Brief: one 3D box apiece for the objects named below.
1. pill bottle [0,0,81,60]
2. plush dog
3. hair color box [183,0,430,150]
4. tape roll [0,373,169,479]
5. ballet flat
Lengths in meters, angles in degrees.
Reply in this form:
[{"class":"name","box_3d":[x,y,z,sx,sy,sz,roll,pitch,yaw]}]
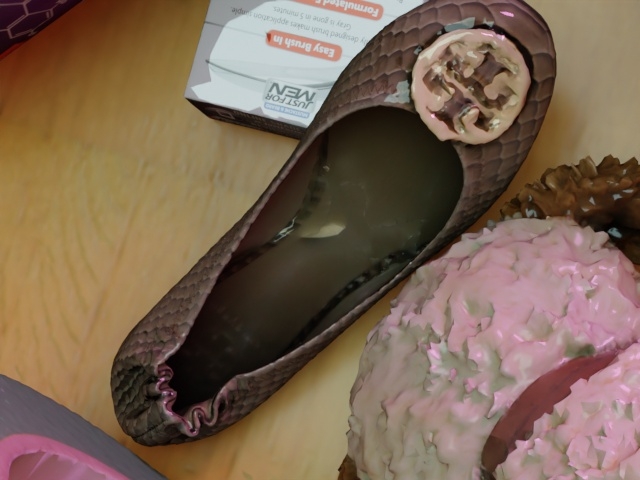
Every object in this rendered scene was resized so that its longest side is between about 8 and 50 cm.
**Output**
[{"class":"pill bottle","box_3d":[-0.145,-0.173,0.781,0.323,0.181,0.181,-32,78,23]},{"class":"plush dog","box_3d":[0.102,0.089,0.735,0.225,0.210,0.262,40,93,36]},{"class":"hair color box","box_3d":[0.010,-0.126,0.830,0.093,0.053,0.167,15,86,11]},{"class":"tape roll","box_3d":[-0.050,0.177,0.672,0.077,0.321,0.321,-45,78,4]},{"class":"ballet flat","box_3d":[0.000,0.000,0.780,0.084,0.058,0.250,43,111,-9]}]
